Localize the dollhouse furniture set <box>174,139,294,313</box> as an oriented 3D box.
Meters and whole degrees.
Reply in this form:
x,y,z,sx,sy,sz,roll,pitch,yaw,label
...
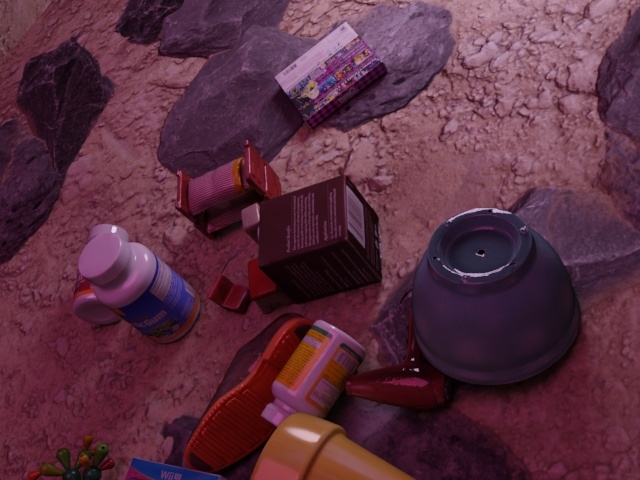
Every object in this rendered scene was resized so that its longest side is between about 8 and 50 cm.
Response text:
x,y,z,sx,sy,sz,roll,pitch,yaw,label
-0.194,-0.013,1.980,0.201,0.152,0.374,-23,49,18,dollhouse furniture set

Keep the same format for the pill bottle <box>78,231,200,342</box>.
x,y,z,sx,sy,sz,roll,pitch,yaw,label
-0.393,0.099,1.945,0.152,0.272,0.152,-17,51,22,pill bottle

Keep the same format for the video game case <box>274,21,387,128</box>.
x,y,z,sx,sy,sz,roll,pitch,yaw,label
0.021,-0.405,2.196,0.232,0.042,0.210,-38,46,5,video game case

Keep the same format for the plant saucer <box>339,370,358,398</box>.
x,y,z,sx,sy,sz,roll,pitch,yaw,label
0.037,0.268,1.728,0.083,0.015,0.083,-17,51,22,plant saucer

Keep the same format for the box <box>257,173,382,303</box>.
x,y,z,sx,sy,sz,roll,pitch,yaw,label
0.000,0.000,1.837,0.203,0.167,0.169,-17,52,22,box

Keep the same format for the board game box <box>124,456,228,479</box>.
x,y,z,sx,sy,sz,roll,pitch,yaw,label
-0.298,0.576,1.671,0.224,0.097,0.303,2,60,32,board game box

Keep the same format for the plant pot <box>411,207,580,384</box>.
x,y,z,sx,sy,sz,roll,pitch,yaw,label
0.284,0.069,1.542,0.293,0.196,0.293,-12,43,11,plant pot

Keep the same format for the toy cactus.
x,y,z,sx,sy,sz,roll,pitch,yaw,label
-0.503,0.514,1.861,0.219,0.112,0.181,-33,66,5,toy cactus

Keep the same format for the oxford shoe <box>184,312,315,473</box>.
x,y,z,sx,sy,sz,roll,pitch,yaw,label
-0.139,0.296,1.772,0.364,0.130,0.132,-48,26,-10,oxford shoe

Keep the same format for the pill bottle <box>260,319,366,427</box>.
x,y,z,sx,sy,sz,roll,pitch,yaw,label
-0.017,0.263,1.675,0.117,0.117,0.208,23,74,41,pill bottle

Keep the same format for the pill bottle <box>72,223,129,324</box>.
x,y,z,sx,sy,sz,roll,pitch,yaw,label
-0.515,0.078,2.143,0.121,0.121,0.221,-19,51,21,pill bottle

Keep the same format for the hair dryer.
x,y,z,sx,sy,sz,roll,pitch,yaw,label
0.178,0.211,1.648,0.293,0.080,0.223,-31,43,-9,hair dryer

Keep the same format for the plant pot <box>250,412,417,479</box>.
x,y,z,sx,sy,sz,roll,pitch,yaw,label
0.031,0.437,1.473,0.238,0.254,0.254,16,67,22,plant pot
